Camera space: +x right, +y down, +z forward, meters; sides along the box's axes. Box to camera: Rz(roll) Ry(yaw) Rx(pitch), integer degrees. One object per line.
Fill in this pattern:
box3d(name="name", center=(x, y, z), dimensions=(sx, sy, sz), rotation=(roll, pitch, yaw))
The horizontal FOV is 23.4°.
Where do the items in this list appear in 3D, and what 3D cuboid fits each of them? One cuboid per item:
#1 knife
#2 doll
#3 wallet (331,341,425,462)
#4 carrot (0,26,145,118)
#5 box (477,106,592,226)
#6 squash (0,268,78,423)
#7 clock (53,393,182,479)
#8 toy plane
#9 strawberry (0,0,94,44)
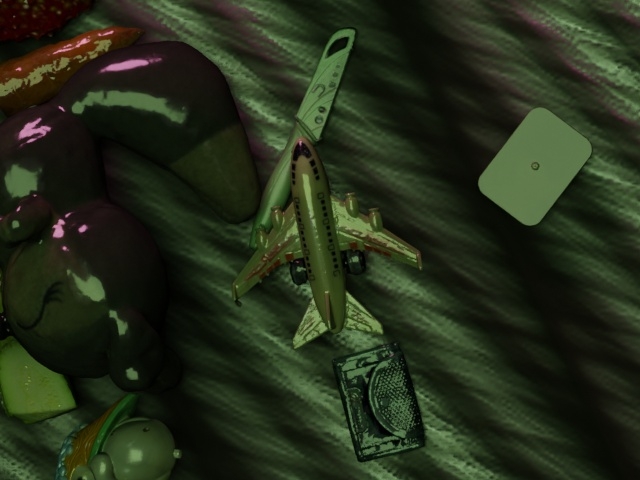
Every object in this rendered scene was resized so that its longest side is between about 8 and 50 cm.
box3d(name="knife", center=(-0.020, -0.122, 1.853), dimensions=(0.043, 0.020, 0.293), rotation=(22, 90, 10))
box3d(name="doll", center=(-0.228, -0.017, 1.769), dimensions=(0.378, 0.252, 0.382), rotation=(-35, 91, 6))
box3d(name="wallet", center=(0.069, 0.192, 1.828), dimensions=(0.088, 0.026, 0.129), rotation=(-15, 87, 7))
box3d(name="carrot", center=(-0.306, -0.213, 1.869), dimensions=(0.205, 0.072, 0.072), rotation=(-24, 86, 3))
box3d(name="box", center=(0.251, -0.086, 1.810), dimensions=(0.091, 0.031, 0.126), rotation=(36, 93, 7))
box3d(name="squash", center=(-0.362, 0.121, 1.864), dimensions=(0.090, 0.075, 0.200), rotation=(-24, 84, 32))
box3d(name="clock", center=(-0.237, 0.295, 1.820), dimensions=(0.144, 0.103, 0.231), rotation=(4, 82, 15))
box3d(name="toy plane", center=(0.000, 0.000, 1.811), dimensions=(0.229, 0.092, 0.244), rotation=(-10, 86, 9))
box3d(name="strawberry", center=(-0.425, -0.353, 1.856), dimensions=(0.306, 0.138, 0.233), rotation=(1, 87, 9))
